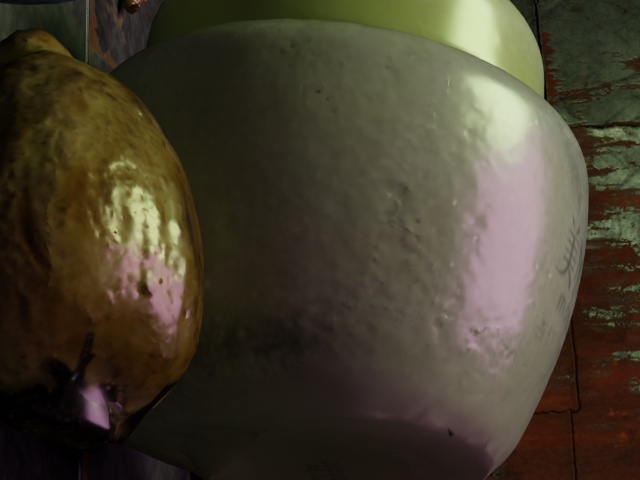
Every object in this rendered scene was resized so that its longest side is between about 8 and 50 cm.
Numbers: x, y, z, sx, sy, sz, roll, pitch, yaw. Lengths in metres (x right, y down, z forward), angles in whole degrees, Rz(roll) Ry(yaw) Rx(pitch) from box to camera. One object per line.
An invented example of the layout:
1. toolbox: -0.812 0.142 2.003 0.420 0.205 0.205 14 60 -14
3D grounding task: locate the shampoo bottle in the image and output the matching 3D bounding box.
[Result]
1. shampoo bottle: 0.000 0.000 0.718 0.322 0.322 0.317 76 22 -66

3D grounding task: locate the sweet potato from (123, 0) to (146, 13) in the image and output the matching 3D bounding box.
1. sweet potato: -0.124 -0.246 0.943 0.068 0.060 0.206 43 38 -22

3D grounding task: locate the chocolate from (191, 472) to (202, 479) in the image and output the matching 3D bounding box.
1. chocolate: -0.050 0.187 1.115 0.156 0.133 0.156 -1 90 -87

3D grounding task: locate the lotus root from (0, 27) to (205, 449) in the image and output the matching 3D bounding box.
1. lotus root: -0.118 -0.009 0.524 0.138 0.138 0.214 73 4 -70

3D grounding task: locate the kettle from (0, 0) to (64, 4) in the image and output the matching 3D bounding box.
1. kettle: -0.065 -0.244 0.339 0.319 0.247 0.342 -17 -118 52
